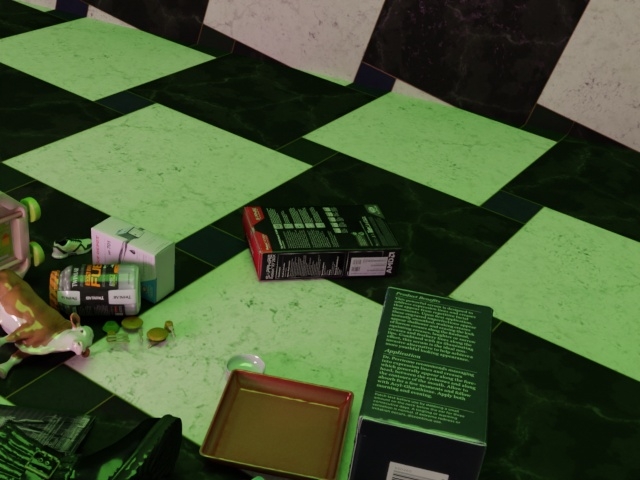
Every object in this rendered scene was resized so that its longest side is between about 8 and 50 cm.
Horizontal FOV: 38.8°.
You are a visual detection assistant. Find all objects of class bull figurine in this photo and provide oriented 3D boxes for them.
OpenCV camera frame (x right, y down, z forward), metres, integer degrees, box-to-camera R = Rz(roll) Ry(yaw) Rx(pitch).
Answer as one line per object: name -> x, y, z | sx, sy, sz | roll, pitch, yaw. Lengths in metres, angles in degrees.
bull figurine -> -0.620, 0.175, 1.892 | 0.310, 0.101, 0.188 | 35, 42, 27

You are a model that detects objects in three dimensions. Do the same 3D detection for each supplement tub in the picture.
supplement tub -> -0.499, 0.111, 2.021 | 0.190, 0.117, 0.117 | -1, 32, -8

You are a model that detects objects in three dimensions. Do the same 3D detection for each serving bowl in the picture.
serving bowl -> -0.158, 0.274, 1.913 | 0.083, 0.027, 0.083 | 6, 31, -4

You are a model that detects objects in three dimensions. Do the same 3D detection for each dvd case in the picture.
dvd case -> -0.545, 0.347, 1.671 | 0.221, 0.018, 0.164 | 8, 12, -1

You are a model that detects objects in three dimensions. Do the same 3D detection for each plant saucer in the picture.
plant saucer -> -0.079, 0.366, 1.760 | 0.258, 0.048, 0.259 | 10, 32, 5

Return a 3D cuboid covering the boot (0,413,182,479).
boot -> -0.414, 0.374, 1.521 | 0.260, 0.131, 0.348 | 19, 32, 18

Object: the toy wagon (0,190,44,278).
toy wagon -> -0.727, -0.012, 1.956 | 0.068, 0.344, 0.267 | 24, 35, 29

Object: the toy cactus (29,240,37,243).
toy cactus -> -0.796, 0.028, 2.131 | 0.218, 0.112, 0.180 | 16, 41, -2

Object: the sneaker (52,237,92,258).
sneaker -> -0.609, 0.012, 2.239 | 0.109, 0.044, 0.040 | -20, 38, -40

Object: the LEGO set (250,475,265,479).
LEGO set -> -0.099, 0.501, 1.523 | 0.182, 0.060, 0.244 | -23, 43, -35

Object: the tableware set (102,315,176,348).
tableware set -> -0.397, 0.200, 1.994 | 0.154, 0.024, 0.104 | -5, 30, -18

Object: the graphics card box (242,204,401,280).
graphics card box -> 0.000, 0.000, 2.342 | 0.370, 0.094, 0.233 | -3, 32, -15

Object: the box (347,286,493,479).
box -> 0.178, 0.322, 1.649 | 0.211, 0.294, 0.395 | 11, 31, 6

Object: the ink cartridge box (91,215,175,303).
ink cartridge box -> -0.438, 0.044, 2.128 | 0.190, 0.140, 0.082 | 20, 35, 21
